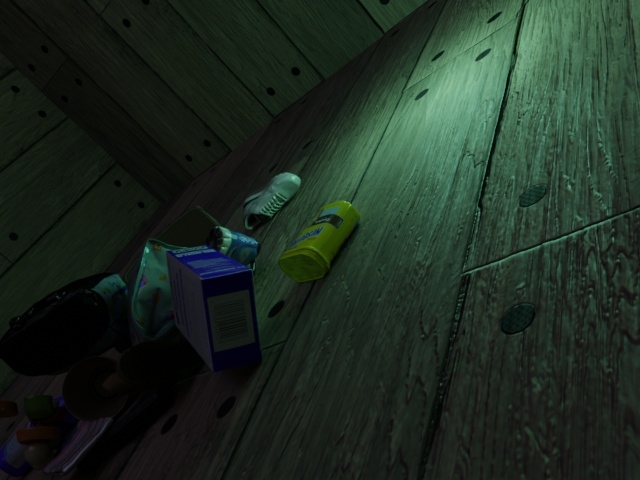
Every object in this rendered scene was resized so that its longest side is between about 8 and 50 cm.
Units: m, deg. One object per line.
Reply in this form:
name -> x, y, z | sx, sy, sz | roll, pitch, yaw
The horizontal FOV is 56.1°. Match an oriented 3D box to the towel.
towel -> -0.550, 0.463, 1.353 | 0.197, 0.029, 0.144 | -28, 19, 50

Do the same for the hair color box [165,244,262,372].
hair color box -> -0.230, 0.126, 1.249 | 0.110, 0.185, 0.339 | -10, 12, -25

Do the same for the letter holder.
letter holder -> -0.416, 0.051, 1.794 | 0.302, 0.214, 0.152 | -46, 19, -3

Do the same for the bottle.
bottle -> -0.784, 0.536, 1.709 | 0.283, 0.092, 0.118 | -44, 24, -1

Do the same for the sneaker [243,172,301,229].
sneaker -> -0.147, -0.116, 1.829 | 0.235, 0.090, 0.094 | -36, 33, 32

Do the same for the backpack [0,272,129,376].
backpack -> -0.639, 0.213, 1.620 | 0.290, 0.273, 0.355 | -34, 20, 2

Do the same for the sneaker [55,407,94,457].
sneaker -> -0.614, 0.494, 1.507 | 0.085, 0.058, 0.152 | -28, 30, 18

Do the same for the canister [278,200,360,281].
canister -> 0.000, 0.000, 1.282 | 0.126, 0.073, 0.170 | -18, 31, 52

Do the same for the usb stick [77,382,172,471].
usb stick -> -0.434, 0.414, 1.333 | 0.278, 0.045, 0.077 | -40, 19, 12

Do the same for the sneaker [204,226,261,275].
sneaker -> -0.247, 0.088, 1.545 | 0.330, 0.147, 0.129 | -46, 40, 50

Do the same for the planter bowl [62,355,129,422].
planter bowl -> -0.555, 0.372, 1.528 | 0.162, 0.162, 0.109 | -46, -2, -6

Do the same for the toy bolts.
toy bolts -> -0.756, 0.502, 1.536 | 0.228, 0.219, 0.158 | 97, 169, -65

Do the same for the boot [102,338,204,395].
boot -> -0.412, 0.301, 1.355 | 0.270, 0.089, 0.236 | -27, -18, 36

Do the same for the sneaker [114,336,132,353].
sneaker -> -0.551, 0.236, 1.883 | 0.130, 0.109, 0.286 | -30, 32, 19

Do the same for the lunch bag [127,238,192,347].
lunch bag -> -0.407, 0.162, 1.507 | 0.223, 0.160, 0.262 | 131, 147, -56
